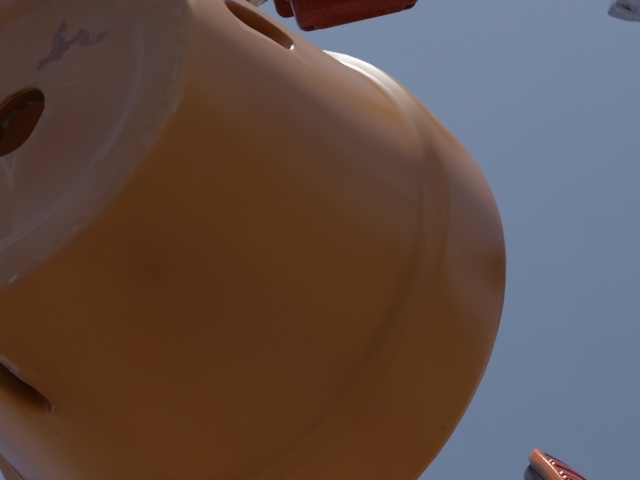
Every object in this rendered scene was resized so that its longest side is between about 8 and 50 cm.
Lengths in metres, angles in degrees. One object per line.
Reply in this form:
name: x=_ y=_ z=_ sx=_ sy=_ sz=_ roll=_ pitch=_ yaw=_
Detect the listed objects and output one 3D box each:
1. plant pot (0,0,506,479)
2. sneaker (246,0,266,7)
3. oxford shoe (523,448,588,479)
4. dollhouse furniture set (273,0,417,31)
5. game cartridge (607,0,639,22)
plant pot: x=-0.085 y=-0.003 z=0.663 sx=0.291 sy=0.291 sz=0.203 roll=-34 pitch=-44 yaw=13
sneaker: x=-0.092 y=-0.355 z=1.392 sx=0.122 sy=0.110 sz=0.283 roll=-12 pitch=-51 yaw=-47
oxford shoe: x=0.213 y=0.278 z=1.071 sx=0.098 sy=0.271 sz=0.097 roll=-45 pitch=-50 yaw=16
dollhouse furniture set: x=-0.114 y=-0.248 z=1.213 sx=0.374 sy=0.201 sz=0.152 roll=-13 pitch=-76 yaw=-6
game cartridge: x=0.350 y=-0.353 z=1.339 sx=0.068 sy=0.355 sz=0.230 roll=8 pitch=-93 yaw=4
